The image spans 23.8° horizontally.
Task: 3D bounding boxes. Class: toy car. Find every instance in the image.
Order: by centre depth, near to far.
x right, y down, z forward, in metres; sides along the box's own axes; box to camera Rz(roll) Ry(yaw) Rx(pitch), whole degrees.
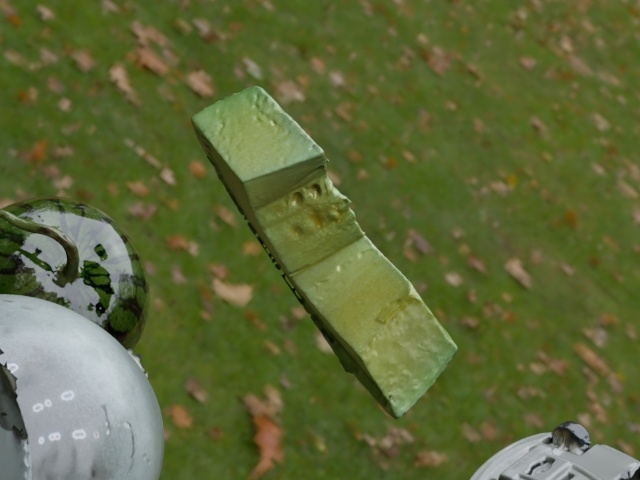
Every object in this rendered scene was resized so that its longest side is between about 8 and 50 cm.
[{"bbox_3d":[0.178,0.205,1.051,0.112,0.112,0.139,-29,28,-33],"label":"toy car"}]

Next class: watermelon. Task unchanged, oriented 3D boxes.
[{"bbox_3d":[-0.184,0.035,1.035,0.140,0.141,0.187,38,-22,-5],"label":"watermelon"}]

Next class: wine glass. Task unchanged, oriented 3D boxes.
[{"bbox_3d":[-0.130,0.079,0.566,0.126,0.126,0.241,43,2,8],"label":"wine glass"}]

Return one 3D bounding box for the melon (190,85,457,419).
[{"bbox_3d":[0.000,0.000,0.928,0.209,0.064,0.118,57,-5,-24],"label":"melon"}]
